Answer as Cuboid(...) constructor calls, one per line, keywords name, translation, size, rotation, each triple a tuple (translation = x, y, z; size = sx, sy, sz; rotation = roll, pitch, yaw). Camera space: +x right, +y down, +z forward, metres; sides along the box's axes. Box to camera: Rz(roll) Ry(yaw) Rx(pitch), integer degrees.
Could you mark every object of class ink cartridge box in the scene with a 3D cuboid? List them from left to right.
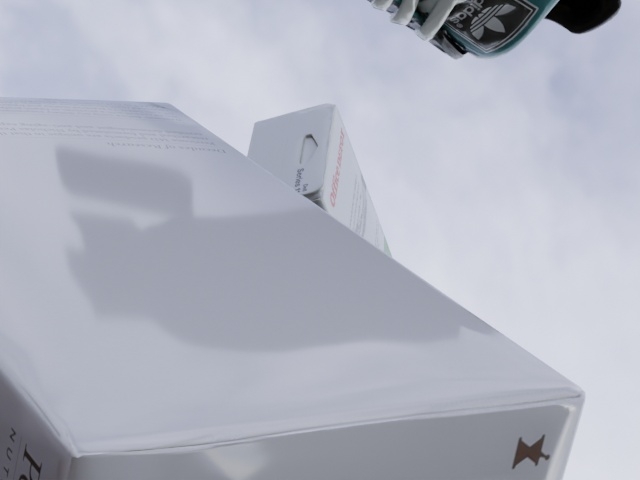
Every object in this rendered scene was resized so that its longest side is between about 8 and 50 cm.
Cuboid(name="ink cartridge box", translation=(0.000, 0.000, 1.352), size=(0.086, 0.153, 0.208), rotation=(-11, -54, 15))

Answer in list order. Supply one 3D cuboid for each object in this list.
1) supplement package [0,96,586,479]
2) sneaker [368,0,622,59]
Cuboid(name="supplement package", translation=(-0.079, 0.072, 0.521), size=(0.293, 0.175, 0.178), rotation=(35, -61, 50))
Cuboid(name="sneaker", translation=(0.060, -0.151, 0.706), size=(0.108, 0.302, 0.121), rotation=(-31, -102, 41))
